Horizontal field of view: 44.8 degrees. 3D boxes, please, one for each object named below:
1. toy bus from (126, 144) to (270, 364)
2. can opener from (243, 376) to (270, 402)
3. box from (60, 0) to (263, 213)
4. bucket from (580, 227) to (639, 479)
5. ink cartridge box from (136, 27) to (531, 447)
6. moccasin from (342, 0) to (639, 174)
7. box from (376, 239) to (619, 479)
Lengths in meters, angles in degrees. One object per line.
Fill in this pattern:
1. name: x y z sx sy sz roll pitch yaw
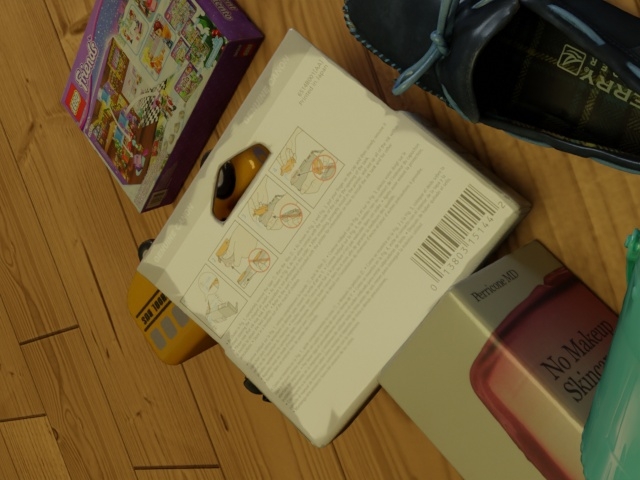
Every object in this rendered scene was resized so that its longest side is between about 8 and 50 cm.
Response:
1. toy bus: -0.108 0.010 0.882 0.130 0.108 0.333 56 134 11
2. can opener: -0.037 0.125 0.909 0.186 0.073 0.059 -56 28 37
3. box: -0.202 -0.200 0.926 0.201 0.057 0.293 52 133 14
4. bucket: 0.293 0.092 0.433 0.281 0.281 0.183 32 124 31
5. ink cartridge box: 0.000 0.000 0.729 0.261 0.066 0.296 42 111 15
6. moccasin: 0.144 -0.149 0.581 0.342 0.117 0.137 27 123 33
7. box: 0.189 0.135 0.625 0.232 0.148 0.127 47 131 19
